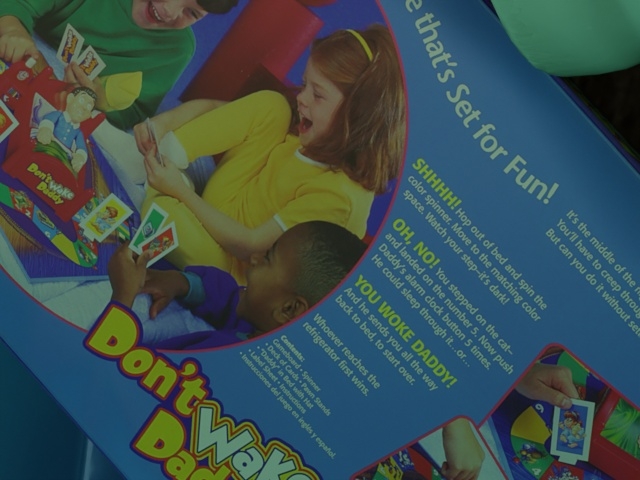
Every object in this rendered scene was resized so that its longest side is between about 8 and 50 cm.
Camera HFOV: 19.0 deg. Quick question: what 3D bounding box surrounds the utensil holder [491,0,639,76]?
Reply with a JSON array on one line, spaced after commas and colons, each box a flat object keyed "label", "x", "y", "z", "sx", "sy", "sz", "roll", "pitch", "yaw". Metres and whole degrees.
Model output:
[{"label": "utensil holder", "x": 0.247, "y": -0.233, "z": 0.627, "sx": 0.385, "sy": 0.327, "sz": 0.327, "roll": -4, "pitch": 81, "yaw": 19}]

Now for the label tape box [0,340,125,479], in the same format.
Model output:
[{"label": "label tape box", "x": -0.218, "y": 0.042, "z": 0.889, "sx": 0.348, "sy": 0.115, "sz": 0.249, "roll": 4, "pitch": 83, "yaw": 25}]

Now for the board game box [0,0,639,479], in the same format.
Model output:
[{"label": "board game box", "x": 0.000, "y": 0.000, "z": 0.765, "sx": 0.233, "sy": 0.078, "sz": 0.347, "roll": -42, "pitch": 89, "yaw": 11}]
